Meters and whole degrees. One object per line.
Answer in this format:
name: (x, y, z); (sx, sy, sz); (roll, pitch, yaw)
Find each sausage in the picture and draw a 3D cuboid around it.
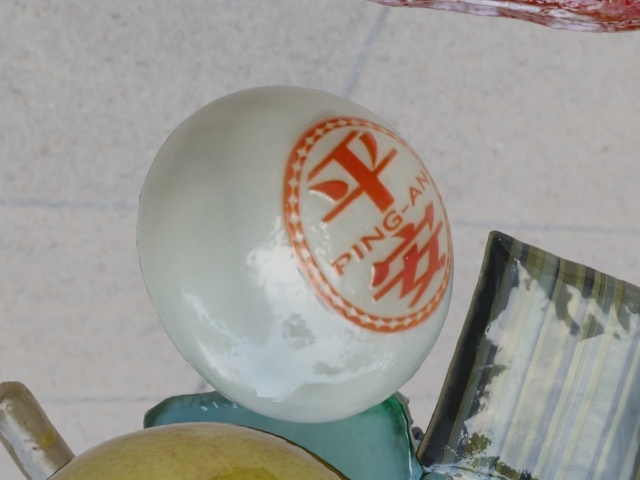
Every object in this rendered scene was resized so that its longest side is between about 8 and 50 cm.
sausage: (-0.278, 0.276, 1.599); (0.066, 0.066, 0.301); (-27, 112, 15)

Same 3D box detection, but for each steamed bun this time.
steamed bun: (0.000, 0.000, 0.946); (0.232, 0.232, 0.145); (20, 146, -40)

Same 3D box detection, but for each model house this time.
model house: (0.010, 0.245, 1.385); (0.280, 0.230, 0.249); (-10, 173, 24)

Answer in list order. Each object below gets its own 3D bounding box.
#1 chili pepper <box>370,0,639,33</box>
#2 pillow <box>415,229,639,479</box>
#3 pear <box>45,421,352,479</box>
chili pepper: (0.138, -0.177, 0.898); (0.252, 0.136, 0.144); (17, 135, 12)
pillow: (0.208, 0.123, 1.213); (0.212, 0.208, 0.052); (19, 177, -6)
pear: (-0.089, 0.281, 1.091); (0.314, 0.314, 0.314); (-10, 144, -8)
